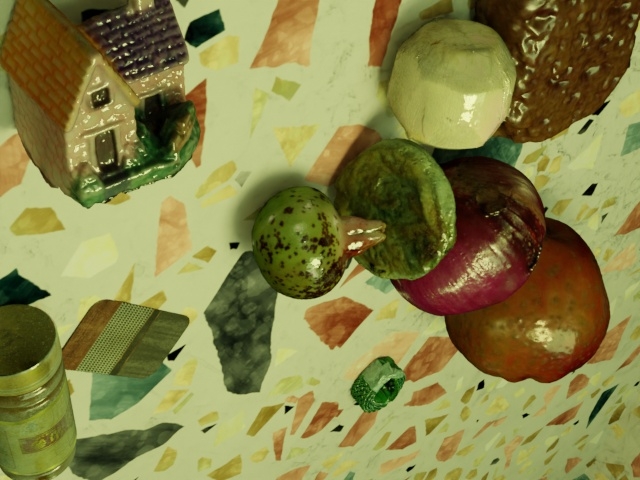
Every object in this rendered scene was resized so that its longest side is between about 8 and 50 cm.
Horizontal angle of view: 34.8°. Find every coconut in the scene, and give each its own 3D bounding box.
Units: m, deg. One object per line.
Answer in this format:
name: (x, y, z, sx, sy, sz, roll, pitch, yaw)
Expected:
coconut: (0.233, -0.263, 1.827, 0.227, 0.227, 0.231, -18, 131, -30)

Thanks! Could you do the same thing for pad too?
pad: (-0.306, 0.144, 1.880, 0.323, 0.055, 0.250, -38, 149, 25)

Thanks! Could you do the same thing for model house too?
model house: (-0.287, -0.216, 1.390, 0.236, 0.202, 0.237, -24, 142, -24)

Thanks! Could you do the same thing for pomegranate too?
pomegranate: (0.000, 0.000, 1.878, 0.247, 0.214, 0.214, -11, 142, 3)

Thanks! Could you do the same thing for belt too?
belt: (0.150, 0.363, 2.529, 0.121, 0.079, 0.151, 5, 123, -46)

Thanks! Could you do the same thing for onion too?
onion: (0.248, -0.047, 2.038, 0.348, 0.348, 0.385, -44, 111, 3)

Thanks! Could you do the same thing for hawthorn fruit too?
hawthorn fruit: (0.477, 0.118, 2.352, 0.402, 0.403, 0.403, -26, 142, -22)

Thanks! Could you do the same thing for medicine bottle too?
medicine bottle: (-0.504, 0.270, 1.739, 0.151, 0.151, 0.323, -23, 141, -25)

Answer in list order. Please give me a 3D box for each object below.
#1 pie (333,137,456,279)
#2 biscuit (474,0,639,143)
pie: (0.132, -0.055, 1.914, 0.078, 0.277, 0.277, -13, 137, -53)
biscuit: (0.450, -0.388, 1.953, 0.342, 0.166, 0.395, -27, 141, -24)
